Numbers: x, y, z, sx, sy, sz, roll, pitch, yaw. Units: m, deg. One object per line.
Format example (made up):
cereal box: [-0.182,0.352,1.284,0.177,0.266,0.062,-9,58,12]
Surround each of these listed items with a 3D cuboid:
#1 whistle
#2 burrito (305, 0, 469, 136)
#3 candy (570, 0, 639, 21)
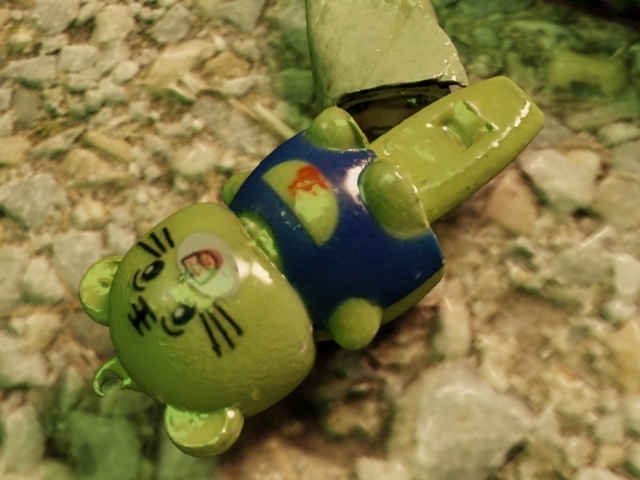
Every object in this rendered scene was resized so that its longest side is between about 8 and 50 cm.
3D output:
whistle: [0.000,0.000,0.451,0.227,0.085,0.105,-35,62,-8]
burrito: [0.029,-0.106,0.543,0.074,0.044,0.118,-13,55,5]
candy: [0.127,-0.164,0.525,0.312,0.088,0.061,28,72,32]
